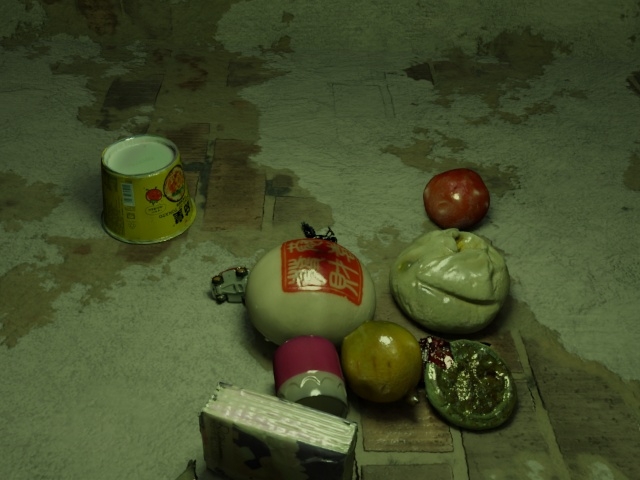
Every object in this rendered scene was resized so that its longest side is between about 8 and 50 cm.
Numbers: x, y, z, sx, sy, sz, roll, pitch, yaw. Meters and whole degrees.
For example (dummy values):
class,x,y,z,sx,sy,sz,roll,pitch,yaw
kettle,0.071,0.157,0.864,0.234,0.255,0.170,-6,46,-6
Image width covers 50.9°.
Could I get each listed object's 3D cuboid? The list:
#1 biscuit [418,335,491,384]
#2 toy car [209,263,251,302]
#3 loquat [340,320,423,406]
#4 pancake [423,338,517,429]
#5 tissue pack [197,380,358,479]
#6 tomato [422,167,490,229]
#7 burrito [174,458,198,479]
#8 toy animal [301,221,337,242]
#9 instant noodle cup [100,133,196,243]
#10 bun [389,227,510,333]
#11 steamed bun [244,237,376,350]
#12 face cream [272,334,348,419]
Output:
class,x,y,z,sx,sy,sz,roll,pitch,yaw
biscuit,0.377,0.336,1.838,0.236,0.063,0.151,9,52,-1
toy car,-0.257,0.121,2.028,0.139,0.112,0.112,-7,24,5
loquat,0.169,0.327,1.735,0.214,0.213,0.246,-26,66,-30
pancake,0.398,0.376,1.754,0.254,0.037,0.253,4,60,-8
tissue pack,-0.096,0.465,1.513,0.344,0.242,0.125,14,42,13
tomato,0.472,-0.147,2.323,0.232,0.188,0.232,1,42,-1
burrito,-0.329,0.639,1.400,0.175,0.107,0.348,37,51,14
toy animal,0.000,0.000,2.225,0.108,0.062,0.220,-27,47,-7
instant noodle cup,-0.586,-0.183,2.241,0.326,0.254,0.325,1,40,-1
bun,0.390,0.100,2.001,0.366,0.219,0.365,-1,39,1
steamed bun,-0.019,0.130,1.884,0.375,0.241,0.374,12,30,-7
face cream,-0.027,0.363,1.688,0.175,0.175,0.194,-4,41,-9
